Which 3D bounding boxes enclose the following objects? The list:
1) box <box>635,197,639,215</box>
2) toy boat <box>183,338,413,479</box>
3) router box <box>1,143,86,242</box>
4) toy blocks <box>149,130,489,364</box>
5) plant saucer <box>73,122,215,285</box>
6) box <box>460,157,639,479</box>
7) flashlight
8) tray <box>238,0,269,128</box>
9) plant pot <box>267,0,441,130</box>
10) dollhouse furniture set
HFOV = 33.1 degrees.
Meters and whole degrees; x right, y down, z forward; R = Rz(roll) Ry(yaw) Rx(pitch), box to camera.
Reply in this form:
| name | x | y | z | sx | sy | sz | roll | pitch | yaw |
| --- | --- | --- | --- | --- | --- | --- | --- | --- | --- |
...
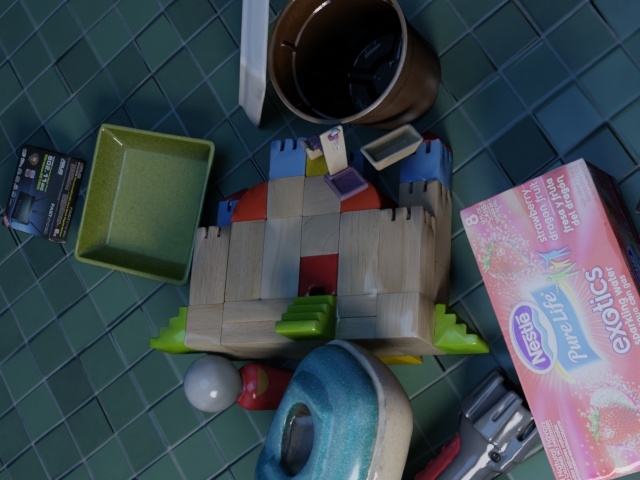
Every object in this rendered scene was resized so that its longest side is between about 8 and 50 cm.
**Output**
| name | x | y | z | sx | sy | sz | roll | pitch | yaw |
| --- | --- | --- | --- | --- | --- | --- | --- | --- | --- |
| box | 0.429 | -0.024 | 0.998 | 0.207 | 0.153 | 0.108 | 28 | 98 | 43 |
| toy boat | -0.037 | 0.214 | 1.166 | 0.318 | 0.148 | 0.267 | 36 | 113 | 58 |
| router box | -0.387 | -0.066 | 1.505 | 0.092 | 0.038 | 0.122 | 15 | 92 | 26 |
| toy blocks | 0.000 | 0.000 | 1.247 | 0.381 | 0.191 | 0.261 | -5 | 71 | 26 |
| plant saucer | -0.222 | -0.048 | 1.417 | 0.188 | 0.045 | 0.188 | 12 | 90 | 28 |
| box | 0.273 | 0.086 | 1.094 | 0.142 | 0.154 | 0.300 | -24 | 76 | 23 |
| flashlight | 0.118 | 0.271 | 1.191 | 0.103 | 0.103 | 0.304 | 39 | 100 | -1 |
| tray | -0.078 | -0.225 | 1.250 | 0.030 | 0.270 | 0.145 | 3 | 85 | -5 |
| plant pot | 0.053 | -0.199 | 1.226 | 0.167 | 0.165 | 0.167 | -3 | 83 | 27 |
| dollhouse furniture set | 0.044 | -0.121 | 1.172 | 0.114 | 0.081 | 0.091 | -28 | 52 | -12 |
